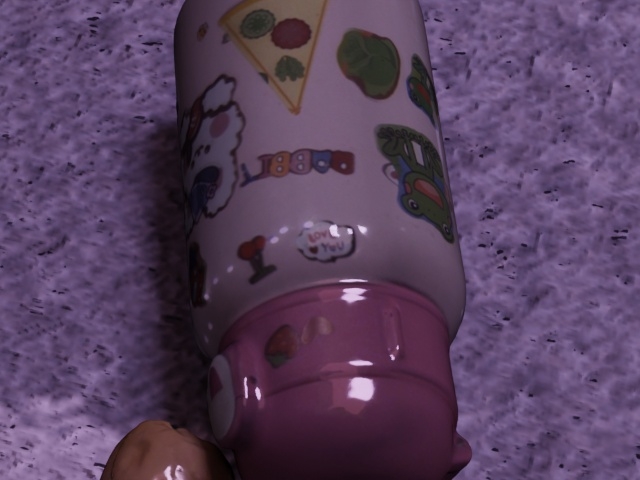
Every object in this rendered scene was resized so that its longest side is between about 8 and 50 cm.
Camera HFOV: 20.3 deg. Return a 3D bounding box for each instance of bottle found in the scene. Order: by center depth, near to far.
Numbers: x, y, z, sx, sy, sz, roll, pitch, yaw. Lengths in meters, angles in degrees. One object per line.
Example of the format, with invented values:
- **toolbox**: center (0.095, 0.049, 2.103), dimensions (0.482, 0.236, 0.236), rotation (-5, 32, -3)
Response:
- **bottle**: center (0.000, 0.000, 0.755), dimensions (0.120, 0.120, 0.253), rotation (-2, 53, -5)

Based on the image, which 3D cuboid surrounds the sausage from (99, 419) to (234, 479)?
- **sausage**: center (-0.086, 0.199, 0.637), dimensions (0.066, 0.065, 0.301), rotation (13, 54, 6)
